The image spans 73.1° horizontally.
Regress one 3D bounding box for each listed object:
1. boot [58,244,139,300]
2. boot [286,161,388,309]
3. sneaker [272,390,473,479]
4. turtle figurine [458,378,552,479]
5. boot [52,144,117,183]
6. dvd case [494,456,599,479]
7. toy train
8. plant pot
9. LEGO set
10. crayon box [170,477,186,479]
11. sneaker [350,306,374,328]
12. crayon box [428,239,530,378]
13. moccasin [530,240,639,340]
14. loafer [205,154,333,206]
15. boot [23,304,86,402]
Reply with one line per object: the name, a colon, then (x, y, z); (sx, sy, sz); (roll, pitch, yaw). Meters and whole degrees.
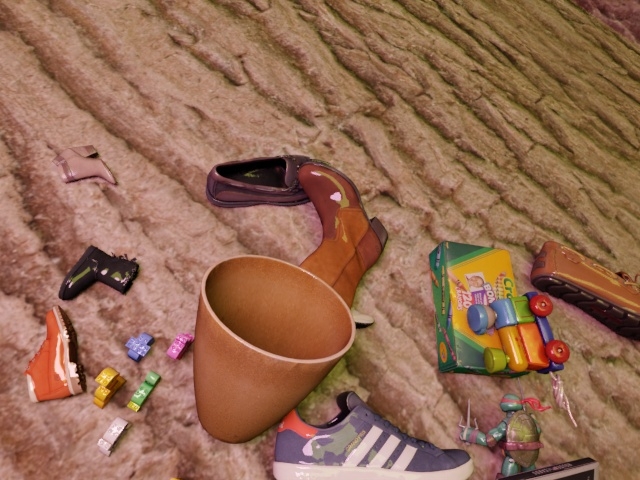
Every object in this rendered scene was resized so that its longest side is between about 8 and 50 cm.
boot: (-0.405, 0.072, 0.800); (0.099, 0.045, 0.121); (25, 59, -6)
boot: (0.000, 0.000, 0.867); (0.264, 0.096, 0.280); (52, 45, -16)
sneaker: (0.096, 0.340, 0.748); (0.350, 0.131, 0.148); (7, 67, -12)
turtle figurine: (0.356, 0.380, 0.814); (0.175, 0.118, 0.234); (4, 71, -7)
boot: (-0.489, -0.144, 0.892); (0.087, 0.042, 0.118); (-35, 76, -21)
dvd case: (0.395, 0.487, 0.751); (0.239, 0.030, 0.179); (3, 89, -24)
toy train: (0.376, 0.226, 0.812); (0.144, 0.105, 0.247); (-4, 65, -7)
plant pot: (-0.106, 0.191, 0.688); (0.237, 0.254, 0.237); (21, 25, -11)
LEGO set: (-0.313, 0.226, 0.715); (0.087, 0.093, 0.227); (31, 60, 2)
crayon box: (-0.160, 0.571, 0.573); (0.313, 0.106, 0.362); (28, 60, 0)
sneaker: (0.035, 0.131, 0.880); (0.161, 0.057, 0.075); (11, 67, -6)
crayon box: (0.338, 0.148, 0.941); (0.166, 0.081, 0.278); (8, 62, -12)
moccasin: (0.695, 0.124, 1.032); (0.380, 0.139, 0.147); (27, 68, 10)
loafer: (-0.100, -0.139, 0.960); (0.303, 0.095, 0.109); (-11, 67, -20)
boot: (-0.452, 0.188, 0.720); (0.085, 0.059, 0.157); (-15, 69, -16)
